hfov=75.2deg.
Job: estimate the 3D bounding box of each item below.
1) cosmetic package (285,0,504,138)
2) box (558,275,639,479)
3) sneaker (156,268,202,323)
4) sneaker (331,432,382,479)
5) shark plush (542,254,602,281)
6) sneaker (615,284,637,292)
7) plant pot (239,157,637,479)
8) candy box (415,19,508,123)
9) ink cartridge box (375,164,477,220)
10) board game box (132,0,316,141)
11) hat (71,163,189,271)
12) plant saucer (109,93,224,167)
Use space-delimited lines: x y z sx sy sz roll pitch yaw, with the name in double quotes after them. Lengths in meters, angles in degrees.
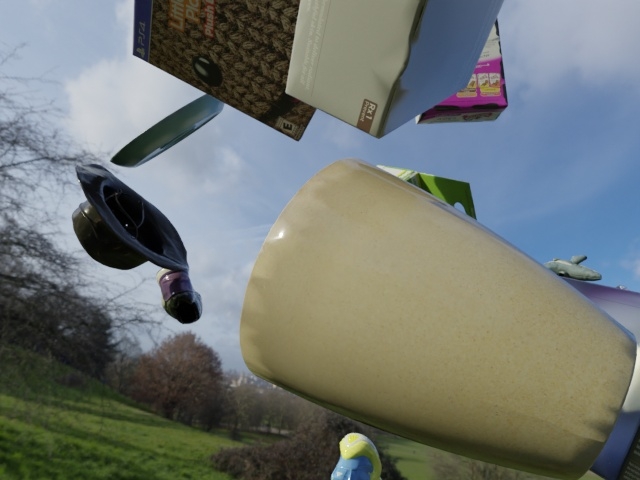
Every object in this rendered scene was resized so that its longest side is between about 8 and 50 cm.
0.082 -0.194 0.377 0.107 0.238 0.127 33 -50 20 "cosmetic package"
0.475 0.236 0.755 0.183 0.293 0.296 33 -9 -25 "box"
-0.374 0.188 1.128 0.107 0.124 0.283 -21 -29 -16 "sneaker"
0.075 0.487 0.770 0.091 0.240 0.126 -14 15 37 "sneaker"
0.583 0.067 1.007 0.161 0.073 0.067 15 24 11 "shark plush"
0.779 0.185 1.020 0.330 0.147 0.130 -4 -6 39 "sneaker"
0.112 0.083 0.392 0.274 0.256 0.256 24 -11 28 "plant pot"
0.260 -0.349 0.806 0.159 0.233 0.071 -2 -9 0 "candy box"
0.188 -0.040 0.847 0.255 0.097 0.188 26 -36 55 "ink cartridge box"
-0.101 -0.328 0.611 0.291 0.141 0.232 25 -35 -10 "board game box"
-0.453 -0.013 0.940 0.331 0.134 0.331 50 0 0 "hat"
-0.352 -0.261 0.995 0.318 0.317 0.043 -14 -64 46 "plant saucer"
